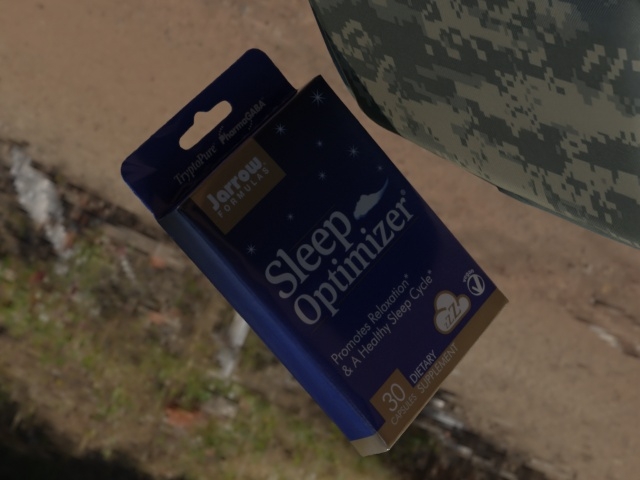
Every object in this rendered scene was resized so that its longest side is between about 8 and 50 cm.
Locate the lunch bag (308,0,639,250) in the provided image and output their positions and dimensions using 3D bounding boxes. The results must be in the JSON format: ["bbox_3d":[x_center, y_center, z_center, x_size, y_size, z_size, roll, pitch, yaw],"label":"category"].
[{"bbox_3d":[0.165,-0.171,0.803,0.305,0.256,0.212,27,148,45],"label":"lunch bag"}]

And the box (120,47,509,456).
[{"bbox_3d":[0.000,0.000,0.833,0.225,0.136,0.036,49,149,-8],"label":"box"}]
